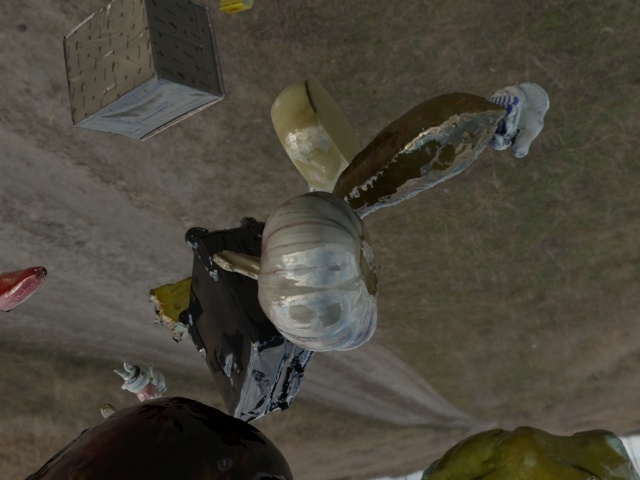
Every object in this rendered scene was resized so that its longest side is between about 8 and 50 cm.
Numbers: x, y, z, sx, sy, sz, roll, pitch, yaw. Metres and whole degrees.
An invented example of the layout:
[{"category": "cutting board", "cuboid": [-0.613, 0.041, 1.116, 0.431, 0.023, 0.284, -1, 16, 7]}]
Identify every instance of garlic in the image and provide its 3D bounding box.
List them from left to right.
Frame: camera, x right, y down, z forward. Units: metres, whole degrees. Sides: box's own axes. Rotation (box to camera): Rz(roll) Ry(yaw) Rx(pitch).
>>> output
[{"category": "garlic", "cuboid": [-0.043, 0.042, 0.872, 0.254, 0.244, 0.245, -1, 161, 18]}]

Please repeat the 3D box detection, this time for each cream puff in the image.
[{"category": "cream puff", "cuboid": [0.273, 0.392, 0.643, 0.379, 0.377, 0.275, -3, -171, -19]}]

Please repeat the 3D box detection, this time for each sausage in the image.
[{"category": "sausage", "cuboid": [-0.361, 0.319, 1.033, 0.024, 0.024, 0.132, -8, 146, -6]}]

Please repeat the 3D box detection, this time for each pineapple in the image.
[{"category": "pineapple", "cuboid": [-0.300, 0.154, 1.417, 0.186, 0.114, 0.236, -43, 158, 14]}]

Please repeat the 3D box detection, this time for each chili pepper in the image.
[{"category": "chili pepper", "cuboid": [-0.614, 0.086, 1.205, 0.169, 0.088, 0.065, -20, 160, 32]}]

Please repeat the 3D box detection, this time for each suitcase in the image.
[{"category": "suitcase", "cuboid": [-0.143, 0.169, 1.160, 0.189, 0.339, 0.345, -13, 144, -28]}]

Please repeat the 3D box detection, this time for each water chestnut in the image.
[{"category": "water chestnut", "cuboid": [-0.186, 0.335, 0.612, 0.303, 0.350, 0.350, -1, 164, 29]}]

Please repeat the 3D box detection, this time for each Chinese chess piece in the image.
[{"category": "Chinese chess piece", "cuboid": [0.002, -0.206, 1.193, 0.097, 0.250, 0.251, -30, 152, 19]}]

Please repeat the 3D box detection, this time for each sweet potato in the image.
[{"category": "sweet potato", "cuboid": [0.119, -0.110, 0.964, 0.131, 0.130, 0.423, 7, 149, -37]}]

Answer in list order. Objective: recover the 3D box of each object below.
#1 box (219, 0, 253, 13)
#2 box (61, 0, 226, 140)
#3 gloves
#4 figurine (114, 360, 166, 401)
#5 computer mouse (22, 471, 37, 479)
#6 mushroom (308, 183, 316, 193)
[{"category": "box", "cuboid": [-0.111, -0.432, 0.901, 0.023, 0.155, 0.087, 14, -175, -38]}, {"category": "box", "cuboid": [-0.393, -0.381, 1.279, 0.297, 0.225, 0.190, -16, 170, 32]}, {"category": "gloves", "cuboid": [0.353, -0.222, 1.065, 0.097, 0.119, 0.229, -47, 176, 40]}, {"category": "figurine", "cuboid": [-0.406, 0.327, 1.351, 0.098, 0.081, 0.146, 29, 165, 15]}, {"category": "computer mouse", "cuboid": [-0.724, 0.639, 1.534, 0.047, 0.079, 0.135, -58, 146, -1]}, {"category": "mushroom", "cuboid": [0.000, 0.000, 1.491, 0.159, 0.328, 0.122, 0, -169, -43]}]
